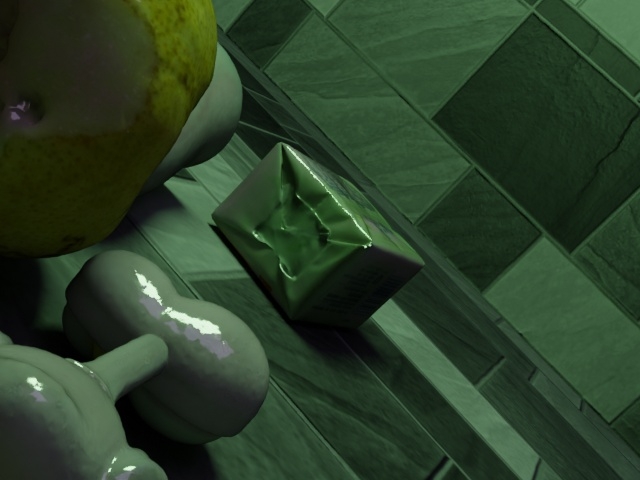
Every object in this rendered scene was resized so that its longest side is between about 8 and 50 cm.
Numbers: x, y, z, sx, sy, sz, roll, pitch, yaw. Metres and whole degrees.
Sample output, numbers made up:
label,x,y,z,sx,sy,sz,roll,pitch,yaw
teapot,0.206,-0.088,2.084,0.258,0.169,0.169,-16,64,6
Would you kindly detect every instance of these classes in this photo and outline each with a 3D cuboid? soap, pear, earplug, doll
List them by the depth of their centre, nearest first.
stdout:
label,x,y,z,sx,sy,sz,roll,pitch,yaw
doll,-0.125,0.083,0.489,0.160,0.094,0.365,37,11,5
pear,-0.206,-0.125,0.549,0.271,0.271,0.271,41,13,-11
earplug,-0.191,-0.116,0.831,0.172,0.172,0.301,42,20,-9
soap,0.000,0.000,1.045,0.182,0.138,0.199,51,14,24
